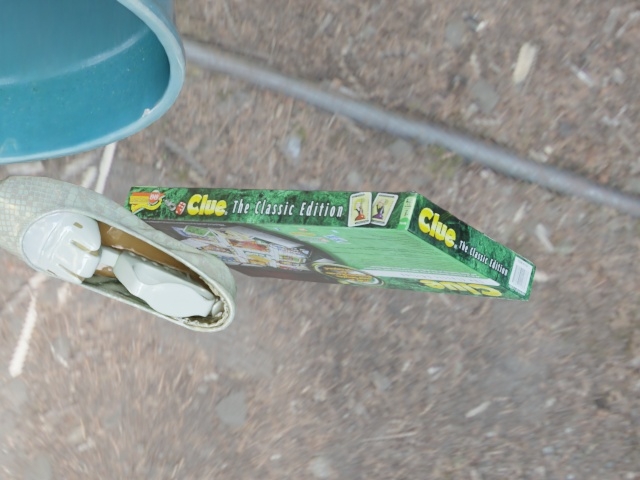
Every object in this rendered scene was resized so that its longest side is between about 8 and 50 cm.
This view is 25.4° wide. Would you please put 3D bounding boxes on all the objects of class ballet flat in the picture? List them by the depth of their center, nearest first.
[{"bbox_3d":[-0.121,0.009,0.828,0.168,0.052,0.057,21,109,-21],"label":"ballet flat"}]

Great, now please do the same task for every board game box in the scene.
[{"bbox_3d":[0.000,0.000,0.950,0.136,0.259,0.030,31,70,-44],"label":"board game box"}]

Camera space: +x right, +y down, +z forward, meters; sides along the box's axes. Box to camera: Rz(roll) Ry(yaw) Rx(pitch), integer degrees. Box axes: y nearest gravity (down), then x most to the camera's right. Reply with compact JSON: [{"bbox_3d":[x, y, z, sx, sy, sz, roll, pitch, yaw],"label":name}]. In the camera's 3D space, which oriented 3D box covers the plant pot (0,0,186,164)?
[{"bbox_3d":[-0.199,-0.200,0.685,0.271,0.271,0.255,2,72,-7],"label":"plant pot"}]
